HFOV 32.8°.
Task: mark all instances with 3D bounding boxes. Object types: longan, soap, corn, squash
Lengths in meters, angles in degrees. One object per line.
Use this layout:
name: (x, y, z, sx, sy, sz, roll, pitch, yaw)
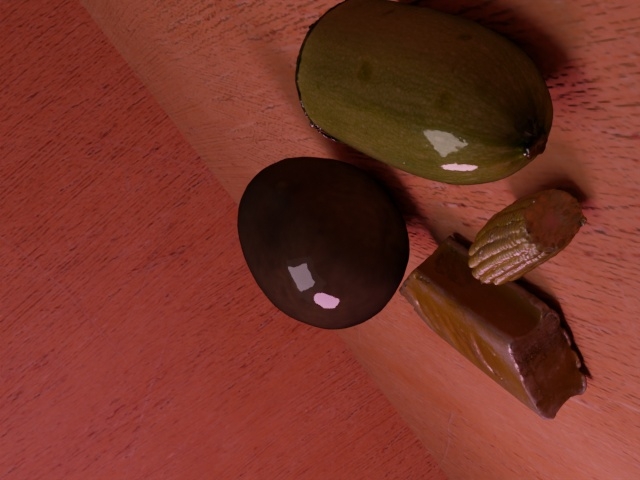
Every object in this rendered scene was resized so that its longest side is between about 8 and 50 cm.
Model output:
longan: (0.000, 0.000, 1.414, 0.246, 0.215, 0.246, 27, 148, 19)
soap: (0.188, 0.087, 1.289, 0.257, 0.080, 0.160, 38, 164, 49)
corn: (0.182, -0.003, 0.976, 0.165, 0.085, 0.063, 126, 121, -76)
squash: (0.088, -0.117, 0.854, 0.132, 0.132, 0.247, 56, 167, -29)
